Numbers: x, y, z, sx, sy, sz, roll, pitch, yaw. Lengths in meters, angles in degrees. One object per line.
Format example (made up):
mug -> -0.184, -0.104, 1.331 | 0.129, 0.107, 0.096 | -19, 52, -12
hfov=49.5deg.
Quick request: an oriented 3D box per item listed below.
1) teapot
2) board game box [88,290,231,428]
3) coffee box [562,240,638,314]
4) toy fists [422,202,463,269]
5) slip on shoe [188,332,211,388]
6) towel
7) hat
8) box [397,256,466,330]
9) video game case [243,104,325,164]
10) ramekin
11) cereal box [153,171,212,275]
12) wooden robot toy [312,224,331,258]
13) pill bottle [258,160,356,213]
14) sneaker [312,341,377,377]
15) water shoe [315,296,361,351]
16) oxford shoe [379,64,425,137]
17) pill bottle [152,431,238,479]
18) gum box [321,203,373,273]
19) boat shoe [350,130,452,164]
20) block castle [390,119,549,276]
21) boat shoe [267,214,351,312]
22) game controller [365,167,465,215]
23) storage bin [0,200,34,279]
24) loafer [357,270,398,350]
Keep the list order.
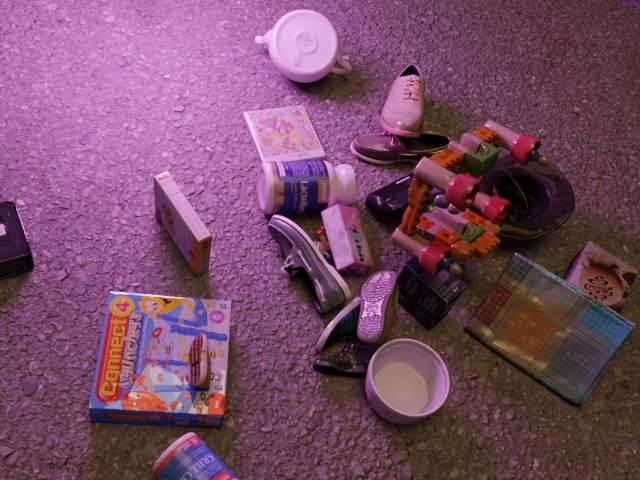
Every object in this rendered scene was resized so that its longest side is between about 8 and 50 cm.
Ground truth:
teapot -> -0.055, -0.640, 2.348 | 0.253, 0.187, 0.256 | -26, 91, -7
board game box -> -0.376, 0.285, 1.676 | 0.302, 0.086, 0.308 | 5, 55, -10
coffee box -> 0.777, 0.168, 2.012 | 0.168, 0.119, 0.297 | 33, 55, 9
toy fists -> 0.352, -0.012, 2.055 | 0.142, 0.096, 0.279 | 25, 52, -5
slip on shoe -> -0.276, 0.282, 1.624 | 0.041, 0.051, 0.135 | 35, 32, -39
towel -> 0.618, 0.239, 1.882 | 0.370, 0.040, 0.271 | 34, 94, 11
hat -> 0.611, -0.109, 2.161 | 0.331, 0.134, 0.331 | -1, 58, 1
box -> 0.290, 0.133, 1.896 | 0.158, 0.156, 0.093 | 43, 56, 17
video game case -> -0.116, -0.333, 2.206 | 0.206, 0.026, 0.227 | -11, 59, -20
ramekin -> 0.210, 0.363, 1.747 | 0.207, 0.109, 0.207 | 6, 54, -9
cereal box -> -0.371, -0.044, 1.854 | 0.047, 0.173, 0.240 | -26, 65, -26
wooden robot toy -> 0.000, 0.000, 1.974 | 0.076, 0.079, 0.173 | 59, 34, -17
pill bottle -> -0.040, -0.157, 2.022 | 0.265, 0.153, 0.153 | -4, 57, -15
sneaker -> 0.063, 0.302, 1.793 | 0.170, 0.051, 0.089 | 11, 54, -11
water shoe -> 0.069, 0.230, 1.829 | 0.080, 0.073, 0.203 | 40, 57, 9
oxford shoe -> 0.272, -0.453, 2.237 | 0.141, 0.146, 0.397 | 9, 33, -2
pill bottle -> -0.249, 0.537, 1.507 | 0.221, 0.124, 0.124 | 41, 57, 16
gum box -> 0.078, 0.000, 1.945 | 0.107, 0.062, 0.188 | 11, 59, -54
boat shoe -> 0.261, -0.308, 2.234 | 0.324, 0.096, 0.116 | 5, 55, -10
block castle -> 0.407, -0.110, 1.848 | 0.213, 0.303, 0.453 | 34, 40, 22
boat shoe -> -0.053, 0.063, 1.891 | 0.099, 0.116, 0.319 | -36, 74, -22
game controller -> 0.292, -0.159, 2.130 | 0.319, 0.067, 0.166 | -26, 23, -28
storage bin -> -0.816, 0.001, 1.771 | 0.122, 0.084, 0.180 | -18, 62, -23
loafer -> 0.154, 0.184, 1.832 | 0.094, 0.087, 0.251 | -3, 44, 26
